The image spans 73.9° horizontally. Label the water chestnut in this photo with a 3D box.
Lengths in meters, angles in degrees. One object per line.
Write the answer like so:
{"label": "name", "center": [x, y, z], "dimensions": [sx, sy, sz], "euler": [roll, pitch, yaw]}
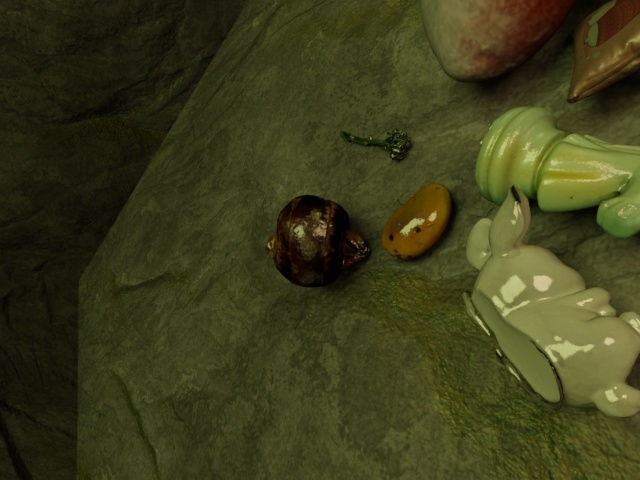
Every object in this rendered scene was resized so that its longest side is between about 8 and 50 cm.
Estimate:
{"label": "water chestnut", "center": [0.000, 0.000, 0.999], "dimensions": [0.238, 0.224, 0.224], "euler": [7, 75, 11]}

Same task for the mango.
{"label": "mango", "center": [0.203, -0.035, 0.879], "dimensions": [0.178, 0.090, 0.115], "euler": [-44, 38, 13]}

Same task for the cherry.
{"label": "cherry", "center": [0.321, -0.489, 0.805], "dimensions": [0.326, 0.291, 0.335], "euler": [59, 140, 41]}

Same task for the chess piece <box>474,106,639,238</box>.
{"label": "chess piece", "center": [0.404, -0.095, 0.636], "dimensions": [0.298, 0.175, 0.176], "euler": [30, 95, 44]}

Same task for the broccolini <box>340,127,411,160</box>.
{"label": "broccolini", "center": [0.127, -0.261, 1.088], "dimensions": [0.071, 0.058, 0.254], "euler": [-32, 37, -26]}

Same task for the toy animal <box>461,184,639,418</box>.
{"label": "toy animal", "center": [0.317, 0.089, 0.621], "dimensions": [0.154, 0.208, 0.325], "euler": [-21, 72, -11]}

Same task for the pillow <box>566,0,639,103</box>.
{"label": "pillow", "center": [0.492, -0.335, 0.655], "dimensions": [0.223, 0.084, 0.236], "euler": [-31, 22, 50]}
